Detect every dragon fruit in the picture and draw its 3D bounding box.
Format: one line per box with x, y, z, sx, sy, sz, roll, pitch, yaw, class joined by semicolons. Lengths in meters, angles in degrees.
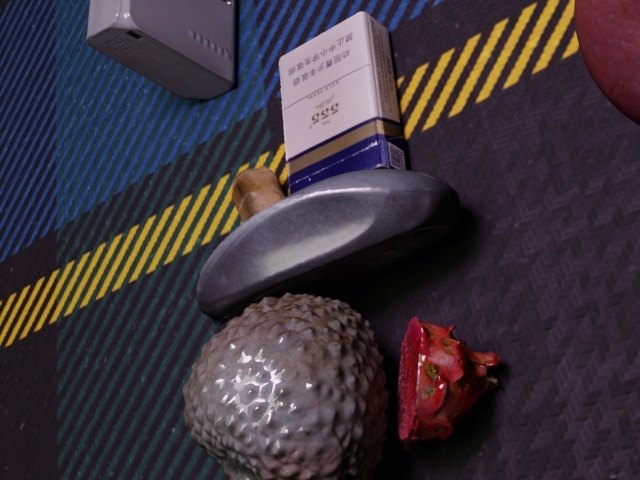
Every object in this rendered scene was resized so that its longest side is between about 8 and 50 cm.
0.149;0.169;1.125;0.111;0.153;0.153;7;74;0;dragon fruit

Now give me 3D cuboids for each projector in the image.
-0.247;-0.360;1.554;0.108;0.250;0.198;-17;63;36;projector

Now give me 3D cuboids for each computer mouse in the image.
0.000;-0.003;1.250;0.374;0.203;0.114;-26;75;22;computer mouse

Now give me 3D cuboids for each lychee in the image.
-0.029;0.191;1.159;0.255;0.255;0.274;11;51;42;lychee

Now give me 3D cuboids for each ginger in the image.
-0.080;-0.034;1.409;0.190;0.069;0.095;68;149;33;ginger

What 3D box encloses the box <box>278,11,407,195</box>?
0.028;-0.172;1.369;0.168;0.071;0.259;-22;61;33;box

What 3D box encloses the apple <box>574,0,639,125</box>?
0.399;-0.242;0.950;0.306;0.306;0.235;-38;44;23;apple
